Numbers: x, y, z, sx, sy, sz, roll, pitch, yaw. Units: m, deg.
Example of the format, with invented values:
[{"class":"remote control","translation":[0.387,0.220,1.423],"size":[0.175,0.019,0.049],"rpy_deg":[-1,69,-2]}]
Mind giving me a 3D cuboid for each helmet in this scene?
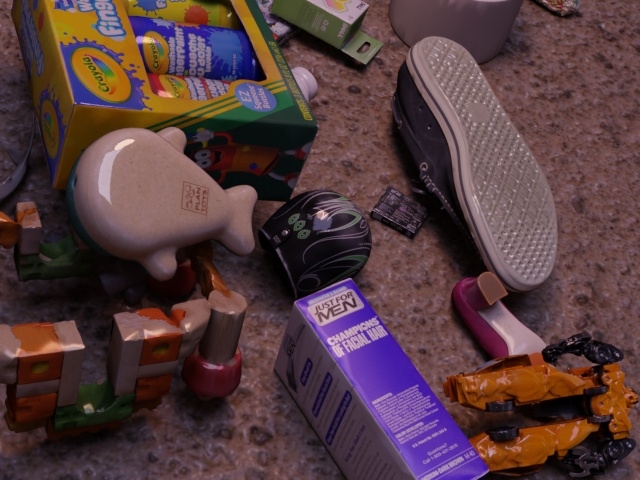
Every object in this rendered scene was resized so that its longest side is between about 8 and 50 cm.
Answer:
[{"class":"helmet","translation":[0.000,0.000,1.764],"size":[0.161,0.169,0.169],"rpy_deg":[-28,63,-11]}]

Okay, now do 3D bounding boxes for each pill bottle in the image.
[{"class":"pill bottle","translation":[-0.077,-0.239,1.962],"size":[0.086,0.086,0.152],"rpy_deg":[39,54,16]}]

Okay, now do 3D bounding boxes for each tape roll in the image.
[{"class":"tape roll","translation":[0.267,-0.481,2.174],"size":[0.246,0.169,0.246],"rpy_deg":[7,52,-9]}]

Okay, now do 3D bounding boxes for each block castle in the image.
[{"class":"block castle","translation":[-0.346,0.110,1.564],"size":[0.453,0.213,0.303],"rpy_deg":[-6,43,-25]}]

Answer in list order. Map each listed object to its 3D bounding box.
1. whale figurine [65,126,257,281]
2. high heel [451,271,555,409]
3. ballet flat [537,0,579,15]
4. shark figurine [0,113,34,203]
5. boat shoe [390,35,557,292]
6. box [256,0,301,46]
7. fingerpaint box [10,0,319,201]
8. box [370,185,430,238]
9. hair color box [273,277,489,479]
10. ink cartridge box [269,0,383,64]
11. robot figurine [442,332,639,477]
[{"class":"whale figurine","translation":[-0.217,-0.046,1.535],"size":[0.272,0.141,0.216],"rpy_deg":[12,72,-36]},{"class":"high heel","translation":[0.284,0.168,1.775],"size":[0.082,0.117,0.244],"rpy_deg":[-30,86,-23]},{"class":"ballet flat","translation":[0.433,-0.551,2.326],"size":[0.241,0.077,0.091],"rpy_deg":[31,54,11]},{"class":"shark figurine","translation":[-0.539,-0.084,1.720],"size":[0.278,0.116,0.166],"rpy_deg":[-23,63,-25]},{"class":"boat shoe","translation":[0.249,-0.117,1.905],"size":[0.187,0.156,0.500],"rpy_deg":[-1,56,-33]},{"class":"box","translation":[-0.115,-0.418,2.124],"size":[0.137,0.027,0.094],"rpy_deg":[36,55,14]},{"class":"fingerpaint box","translation":[-0.254,-0.270,1.743],"size":[0.371,0.163,0.445],"rpy_deg":[3,42,-26]},{"class":"box","translation":[0.135,-0.048,1.912],"size":[0.083,0.018,0.067],"rpy_deg":[29,52,8]},{"class":"hair color box","translation":[0.074,0.242,1.574],"size":[0.110,0.185,0.339],"rpy_deg":[-24,63,-28]},{"class":"ink cartridge box","translation":[0.023,-0.422,2.116],"size":[0.209,0.062,0.109],"rpy_deg":[30,36,4]},{"class":"robot figurine","translation":[0.332,0.249,1.667],"size":[0.291,0.085,0.211],"rpy_deg":[-5,87,-18]}]
